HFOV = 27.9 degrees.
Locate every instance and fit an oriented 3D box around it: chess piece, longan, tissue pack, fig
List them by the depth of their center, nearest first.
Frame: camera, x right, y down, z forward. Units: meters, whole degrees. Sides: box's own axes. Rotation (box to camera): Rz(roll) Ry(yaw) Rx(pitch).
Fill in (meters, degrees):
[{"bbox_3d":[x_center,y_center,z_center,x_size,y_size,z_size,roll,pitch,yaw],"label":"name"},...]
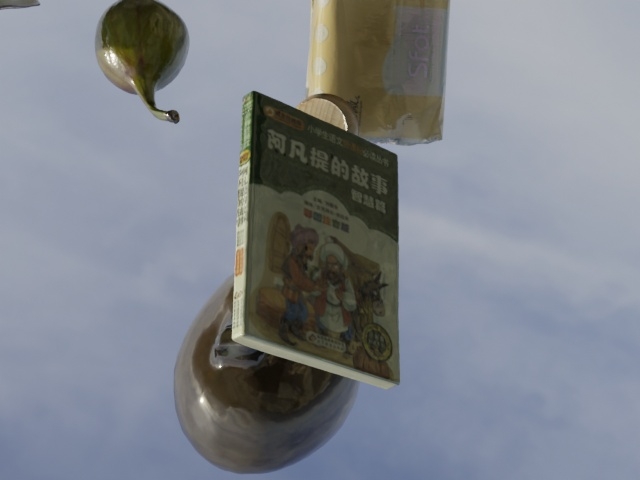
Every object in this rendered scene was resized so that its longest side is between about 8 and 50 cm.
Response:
[{"bbox_3d":[0.003,-0.128,1.485,0.083,0.084,0.038,32,-159,16],"label":"chess piece"},{"bbox_3d":[0.071,-0.230,1.594,0.186,0.222,0.090,0,-174,-26],"label":"tissue pack"},{"bbox_3d":[-0.214,-0.212,1.631,0.124,0.124,0.236,4,-136,-27],"label":"fig"},{"bbox_3d":[-0.072,0.167,1.713,0.243,0.300,0.300,1,-154,18],"label":"longan"}]

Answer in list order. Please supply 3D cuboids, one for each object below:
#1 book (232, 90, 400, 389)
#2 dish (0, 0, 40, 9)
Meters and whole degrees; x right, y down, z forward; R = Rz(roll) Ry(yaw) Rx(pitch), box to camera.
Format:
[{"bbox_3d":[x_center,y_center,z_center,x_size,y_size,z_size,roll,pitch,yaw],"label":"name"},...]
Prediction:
[{"bbox_3d":[0.000,0.000,1.290,0.202,0.027,0.264,21,-122,-35],"label":"book"},{"bbox_3d":[-0.395,-0.269,1.359,0.190,0.066,0.191,-7,-169,1],"label":"dish"}]
